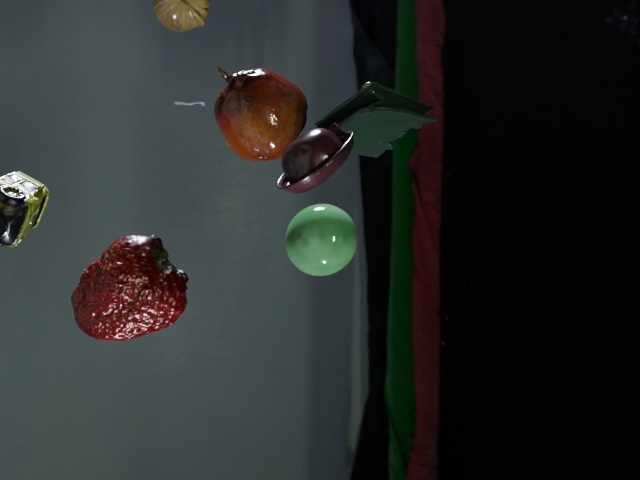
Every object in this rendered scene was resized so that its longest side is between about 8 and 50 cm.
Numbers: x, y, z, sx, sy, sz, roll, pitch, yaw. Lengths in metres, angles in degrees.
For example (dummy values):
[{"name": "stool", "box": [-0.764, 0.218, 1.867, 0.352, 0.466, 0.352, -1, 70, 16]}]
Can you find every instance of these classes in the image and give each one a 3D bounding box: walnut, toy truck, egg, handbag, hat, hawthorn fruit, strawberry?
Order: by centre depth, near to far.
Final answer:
[{"name": "hat", "box": [-0.022, -0.184, 1.200, 0.089, 0.205, 0.205, 51, -3, -20]}, {"name": "strawberry", "box": [-0.481, 0.128, 1.394, 0.257, 0.277, 0.257, 48, -23, 28]}, {"name": "handbag", "box": [0.146, -0.315, 1.513, 0.247, 0.260, 0.079, -25, -111, 49]}, {"name": "toy truck", "box": [-0.991, -0.160, 1.590, 0.180, 0.405, 0.254, -57, -172, 22]}, {"name": "hawthorn fruit", "box": [-0.202, -0.396, 1.663, 0.276, 0.307, 0.276, -31, -143, 27]}, {"name": "egg", "box": [0.000, 0.000, 1.734, 0.269, 0.220, 0.220, 151, -62, -69]}, {"name": "walnut", "box": [-0.464, -0.796, 1.868, 0.213, 0.213, 0.213, 180, -90, -75]}]

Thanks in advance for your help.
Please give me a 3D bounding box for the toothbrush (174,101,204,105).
[{"name": "toothbrush", "box": [-0.506, -0.528, 2.154, 0.011, 0.131, 0.013, -66, 157, -46]}]
